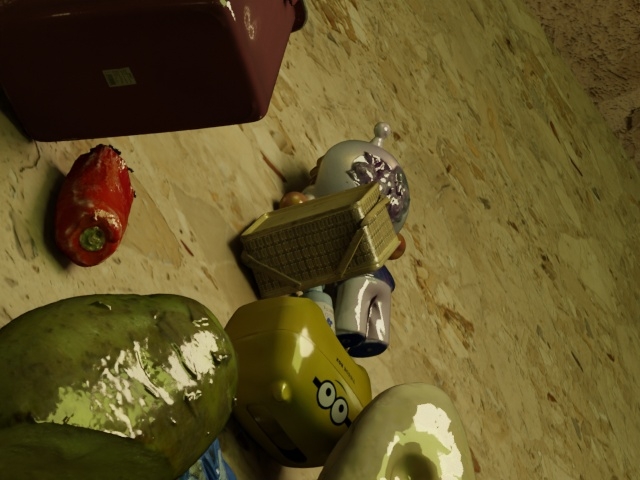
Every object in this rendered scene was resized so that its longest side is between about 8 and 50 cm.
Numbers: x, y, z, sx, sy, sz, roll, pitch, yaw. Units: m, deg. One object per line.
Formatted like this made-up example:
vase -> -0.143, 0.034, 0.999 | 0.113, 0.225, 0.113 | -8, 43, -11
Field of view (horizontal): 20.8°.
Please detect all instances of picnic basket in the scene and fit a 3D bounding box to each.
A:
picnic basket -> 0.000, 0.000, 1.965 | 0.115, 0.164, 0.079 | -44, 117, -68

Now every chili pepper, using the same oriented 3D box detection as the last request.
chili pepper -> -0.214, -0.030, 1.642 | 0.070, 0.073, 0.123 | 16, 34, -6

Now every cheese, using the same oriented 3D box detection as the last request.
cheese -> 0.117, 0.337, 1.676 | 0.328, 0.129, 0.351 | 38, 51, 0

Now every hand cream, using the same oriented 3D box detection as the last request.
hand cream -> -0.004, 0.121, 1.992 | 0.065, 0.043, 0.171 | 36, 41, -49

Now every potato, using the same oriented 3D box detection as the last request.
potato -> -0.184, 0.131, 1.446 | 0.298, 0.141, 0.176 | -15, 64, -49

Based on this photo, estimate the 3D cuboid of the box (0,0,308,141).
box -> -0.170, -0.206, 1.627 | 0.193, 0.294, 0.167 | 68, 23, -46

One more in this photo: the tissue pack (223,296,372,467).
tissue pack -> -0.029, 0.154, 1.791 | 0.178, 0.123, 0.127 | 55, 35, -34

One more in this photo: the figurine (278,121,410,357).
figurine -> 0.038, -0.002, 2.111 | 0.194, 0.133, 0.274 | 41, 45, -25

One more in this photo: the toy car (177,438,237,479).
toy car -> -0.138, 0.173, 1.607 | 0.216, 0.063, 0.103 | 65, 22, -1
